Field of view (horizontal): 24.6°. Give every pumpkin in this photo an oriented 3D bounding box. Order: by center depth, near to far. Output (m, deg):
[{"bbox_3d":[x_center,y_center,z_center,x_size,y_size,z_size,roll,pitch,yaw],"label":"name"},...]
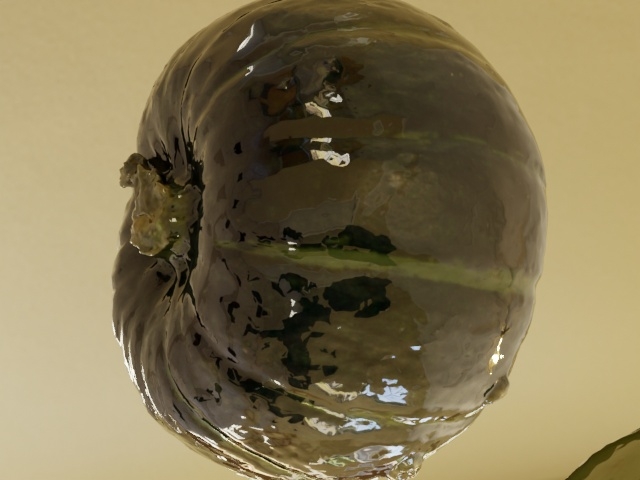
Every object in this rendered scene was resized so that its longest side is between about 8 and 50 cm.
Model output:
[{"bbox_3d":[0.000,0.000,0.952,0.323,0.241,0.323,-17,-110,58],"label":"pumpkin"}]

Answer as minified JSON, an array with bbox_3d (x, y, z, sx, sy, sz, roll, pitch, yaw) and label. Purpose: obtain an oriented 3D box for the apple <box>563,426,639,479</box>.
[{"bbox_3d":[0.141,0.169,0.372,0.279,0.279,0.279,-9,90,-88],"label":"apple"}]
